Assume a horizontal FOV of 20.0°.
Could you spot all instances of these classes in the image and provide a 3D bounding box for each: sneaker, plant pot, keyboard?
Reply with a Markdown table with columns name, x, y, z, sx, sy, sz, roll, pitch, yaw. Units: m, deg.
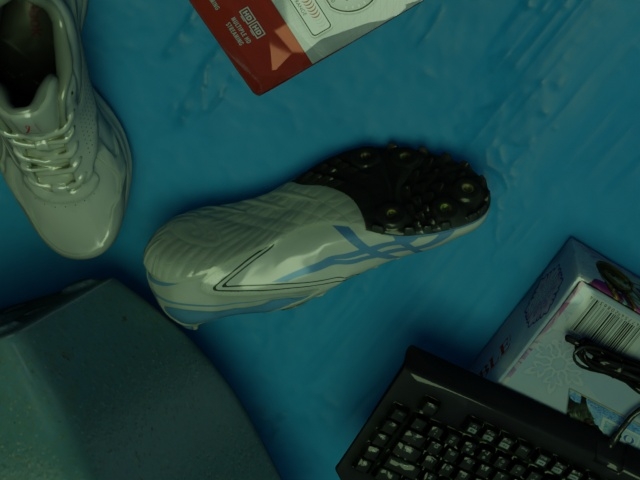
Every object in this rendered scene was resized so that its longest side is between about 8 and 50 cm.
| name | x | y | z | sx | sy | sz | roll | pitch | yaw |
| --- | --- | --- | --- | --- | --- | --- | --- | --- | --- |
| sneaker | -0.182 | -0.080 | 1.161 | 0.090 | 0.115 | 0.232 | -9 | 116 | 6 |
| plant pot | -0.185 | 0.171 | 1.207 | 0.248 | 0.247 | 0.252 | -17 | 98 | 24 |
| keyboard | 0.190 | 0.158 | 1.248 | 0.317 | 0.033 | 0.201 | 25 | 114 | -11 |
| sneaker | 0.000 | 0.000 | 1.226 | 0.237 | 0.085 | 0.086 | -15 | 141 | 6 |

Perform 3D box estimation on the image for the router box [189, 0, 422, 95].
| name | x | y | z | sx | sy | sz | roll | pitch | yaw |
| --- | --- | --- | --- | --- | --- | --- | --- | --- | --- |
| router box | -0.002 | -0.301 | 1.063 | 0.301 | 0.082 | 0.335 | -29 | 113 | 15 |

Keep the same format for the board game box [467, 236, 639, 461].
| name | x | y | z | sx | sy | sz | roll | pitch | yaw |
| --- | --- | --- | --- | --- | --- | --- | --- | --- | --- |
| board game box | 0.221 | 0.203 | 1.323 | 0.319 | 0.066 | 0.318 | 31 | 114 | -13 |
